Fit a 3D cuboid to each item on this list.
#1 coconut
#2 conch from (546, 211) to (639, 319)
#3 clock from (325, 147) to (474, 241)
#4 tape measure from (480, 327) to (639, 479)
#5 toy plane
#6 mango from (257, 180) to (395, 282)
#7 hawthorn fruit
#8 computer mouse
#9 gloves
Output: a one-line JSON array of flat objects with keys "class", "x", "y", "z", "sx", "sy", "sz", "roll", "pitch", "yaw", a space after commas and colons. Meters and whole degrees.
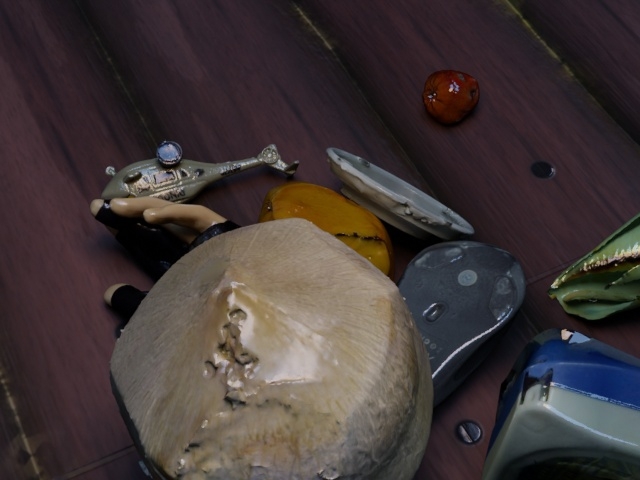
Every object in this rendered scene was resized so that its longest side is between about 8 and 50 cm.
[{"class": "coconut", "x": -0.056, "y": 0.153, "z": 1.255, "sx": 0.346, "sy": 0.360, "sz": 0.346, "roll": -14, "pitch": 48, "yaw": 16}, {"class": "conch", "x": 0.448, "y": 0.030, "z": 1.539, "sx": 0.251, "sy": 0.137, "sz": 0.143, "roll": -28, "pitch": 58, "yaw": -21}, {"class": "clock", "x": 0.102, "y": -0.052, "z": 1.584, "sx": 0.236, "sy": 0.236, "sz": 0.053, "roll": 33, "pitch": 102, "yaw": 22}, {"class": "tape measure", "x": 0.314, "y": 0.251, "z": 1.297, "sx": 0.262, "sy": 0.259, "sz": 0.138, "roll": 22, "pitch": 55, "yaw": 10}, {"class": "toy plane", "x": -0.177, "y": -0.092, "z": 1.663, "sx": 0.286, "sy": 0.092, "sz": 0.108, "roll": -17, "pitch": 76, "yaw": -13}, {"class": "mango", "x": 0.000, "y": 0.000, "z": 1.538, "sx": 0.187, "sy": 0.138, "sz": 0.257, "roll": 16, "pitch": 16, "yaw": -11}, {"class": "hawthorn fruit", "x": 0.205, "y": -0.224, "z": 1.778, "sx": 0.093, "sy": 0.093, "sz": 0.093, "roll": 0, "pitch": 52, "yaw": -1}, {"class": "computer mouse", "x": 0.118, "y": 0.147, "z": 1.481, "sx": 0.379, "sy": 0.090, "sz": 0.167, "roll": -40, "pitch": 52, "yaw": -14}, {"class": "gloves", "x": -0.194, "y": 0.039, "z": 1.514, "sx": 0.301, "sy": 0.152, "sz": 0.197, "roll": 37, "pitch": 97, "yaw": 19}]
